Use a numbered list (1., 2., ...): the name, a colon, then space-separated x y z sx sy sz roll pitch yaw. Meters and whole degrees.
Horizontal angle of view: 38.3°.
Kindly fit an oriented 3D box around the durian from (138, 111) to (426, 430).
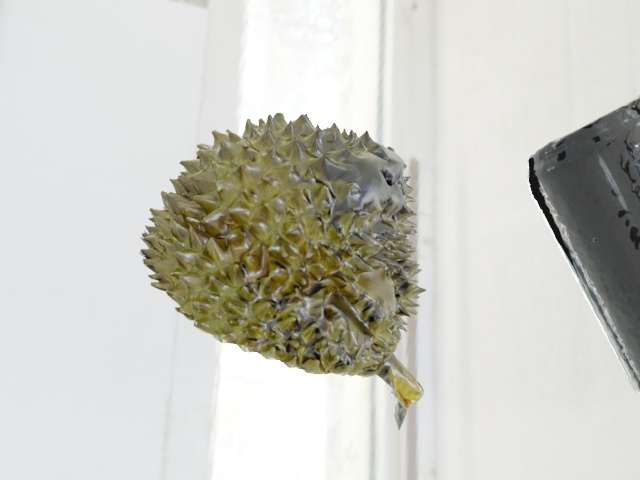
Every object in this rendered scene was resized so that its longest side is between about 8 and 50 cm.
1. durian: 0.000 0.000 0.612 0.237 0.193 0.137 42 -67 23

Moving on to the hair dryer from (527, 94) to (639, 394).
1. hair dryer: 0.217 -0.041 0.387 0.114 0.248 0.070 62 0 3
